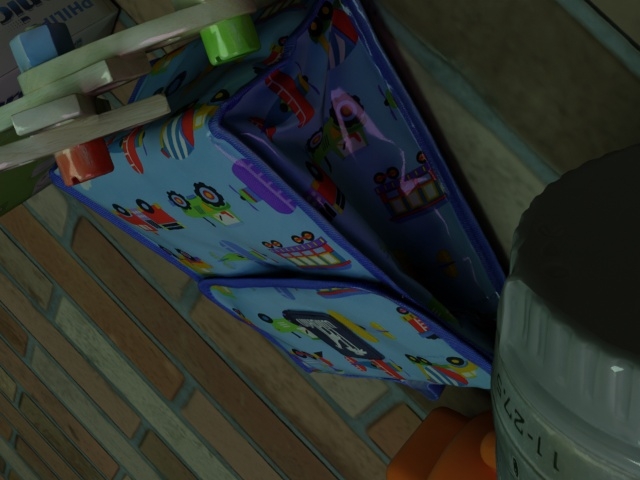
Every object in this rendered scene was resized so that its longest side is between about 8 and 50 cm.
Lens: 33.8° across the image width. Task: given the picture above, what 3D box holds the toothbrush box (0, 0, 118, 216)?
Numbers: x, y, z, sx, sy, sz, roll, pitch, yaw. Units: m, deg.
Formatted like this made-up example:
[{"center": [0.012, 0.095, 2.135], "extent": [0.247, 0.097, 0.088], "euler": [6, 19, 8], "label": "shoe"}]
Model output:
[{"center": [-0.304, -0.106, 0.867], "extent": [0.122, 0.206, 0.283], "euler": [48, 149, 3], "label": "toothbrush box"}]

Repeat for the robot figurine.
[{"center": [0.151, 0.197, 0.708], "extent": [0.219, 0.128, 0.158], "euler": [25, 110, 34], "label": "robot figurine"}]

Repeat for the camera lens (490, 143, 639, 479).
[{"center": [0.190, 0.116, 0.473], "extent": [0.219, 0.219, 0.274], "euler": [19, 130, 39], "label": "camera lens"}]

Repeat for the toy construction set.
[{"center": [-0.120, -0.193, 0.530], "extent": [0.151, 0.215, 0.328], "euler": [11, 118, 49], "label": "toy construction set"}]

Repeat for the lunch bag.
[{"center": [0.000, 0.000, 0.715], "extent": [0.293, 0.138, 0.221], "euler": [49, 149, -23], "label": "lunch bag"}]
